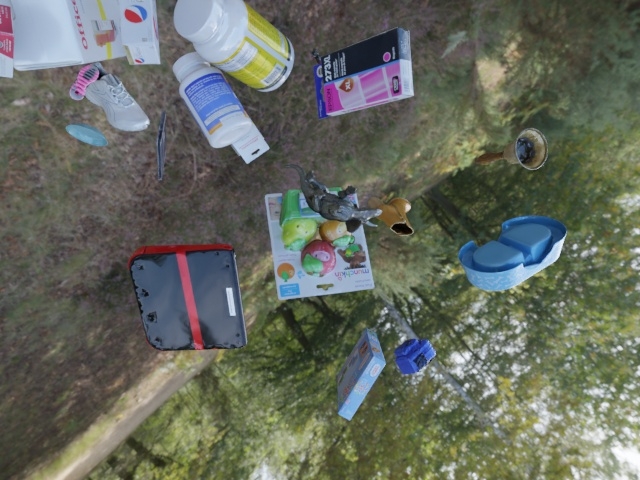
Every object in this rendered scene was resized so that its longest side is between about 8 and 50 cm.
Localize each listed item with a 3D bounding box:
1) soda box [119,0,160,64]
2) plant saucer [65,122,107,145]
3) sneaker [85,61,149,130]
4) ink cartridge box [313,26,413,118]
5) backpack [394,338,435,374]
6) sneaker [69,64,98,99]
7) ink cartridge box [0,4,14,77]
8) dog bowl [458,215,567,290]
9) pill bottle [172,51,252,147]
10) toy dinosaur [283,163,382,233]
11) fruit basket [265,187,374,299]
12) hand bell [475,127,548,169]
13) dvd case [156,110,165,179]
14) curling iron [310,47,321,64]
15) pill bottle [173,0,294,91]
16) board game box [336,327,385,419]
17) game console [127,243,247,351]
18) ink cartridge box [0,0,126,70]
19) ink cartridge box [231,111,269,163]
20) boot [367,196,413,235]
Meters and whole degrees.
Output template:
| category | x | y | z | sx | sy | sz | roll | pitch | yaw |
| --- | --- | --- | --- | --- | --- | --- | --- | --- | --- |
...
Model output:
| category | x | y | z | sx | sy | sz | roll | pitch | yaw |
| --- | --- | --- | --- | --- | --- | --- | --- | --- | --- |
| soda box | -0.409 | -0.510 | 0.964 | 0.069 | 0.215 | 0.074 | -7 | 167 | -11 |
| plant saucer | -0.721 | -0.333 | 1.328 | 0.119 | 0.120 | 0.021 | 122 | -20 | -73 |
| sneaker | -0.699 | -0.482 | 1.454 | 0.111 | 0.297 | 0.129 | -43 | 169 | -40 |
| ink cartridge box | 0.100 | -0.481 | 1.272 | 0.069 | 0.175 | 0.371 | -13 | -169 | -42 |
| backpack | 0.318 | 0.376 | 1.424 | 0.120 | 0.101 | 0.098 | -27 | 178 | -27 |
| sneaker | -0.712 | -0.474 | 1.281 | 0.057 | 0.047 | 0.119 | 21 | -104 | 52 |
| ink cartridge box | -0.675 | -0.382 | 0.789 | 0.175 | 0.072 | 0.127 | -4 | 162 | -38 |
| dog bowl | 0.503 | 0.033 | 1.122 | 0.298 | 0.074 | 0.166 | -26 | -150 | -17 |
| pill bottle | -0.347 | -0.446 | 1.354 | 0.152 | 0.271 | 0.152 | -30 | 180 | 0 |
| toy dinosaur | 0.017 | -0.109 | 1.222 | 0.160 | 0.314 | 0.120 | 93 | 21 | -66 |
| fruit basket | 0.000 | 0.000 | 1.398 | 0.328 | 0.352 | 0.165 | -4 | 160 | -16 |
| hand bell | 0.598 | -0.278 | 1.404 | 0.126 | 0.126 | 0.242 | -41 | -167 | -15 |
| dvd case | -0.617 | -0.366 | 1.662 | 0.018 | 0.164 | 0.221 | 6 | 147 | -16 |
| curling iron | 0.029 | -0.829 | 2.126 | 0.035 | 0.273 | 0.068 | -29 | -168 | 17 |
| pill bottle | -0.238 | -0.570 | 1.215 | 0.188 | 0.187 | 0.334 | -44 | 157 | 19 |
| board game box | 0.095 | 0.323 | 1.066 | 0.160 | 0.039 | 0.211 | -59 | -179 | 6 |
| game console | -0.426 | 0.194 | 1.395 | 0.343 | 0.386 | 0.060 | -3 | -156 | 0 |
| ink cartridge box | -0.613 | -0.576 | 1.034 | 0.161 | 0.279 | 0.384 | -6 | -153 | -1 |
| ink cartridge box | -0.274 | -0.369 | 1.499 | 0.104 | 0.181 | 0.061 | -37 | -166 | -9 |
| boot | 0.358 | -0.101 | 1.935 | 0.295 | 0.211 | 0.104 | 3 | 130 | -42 |
